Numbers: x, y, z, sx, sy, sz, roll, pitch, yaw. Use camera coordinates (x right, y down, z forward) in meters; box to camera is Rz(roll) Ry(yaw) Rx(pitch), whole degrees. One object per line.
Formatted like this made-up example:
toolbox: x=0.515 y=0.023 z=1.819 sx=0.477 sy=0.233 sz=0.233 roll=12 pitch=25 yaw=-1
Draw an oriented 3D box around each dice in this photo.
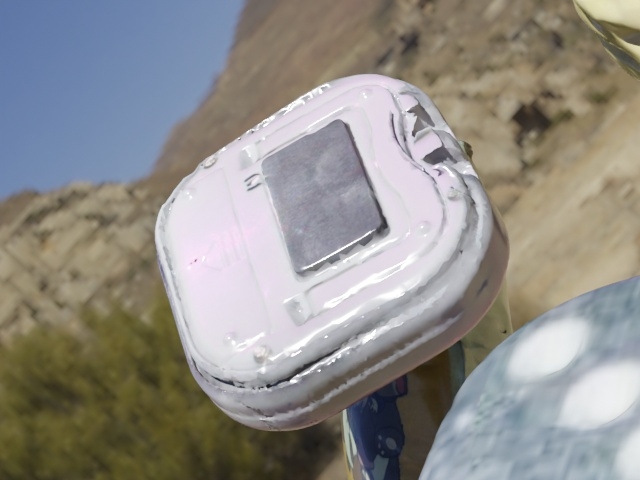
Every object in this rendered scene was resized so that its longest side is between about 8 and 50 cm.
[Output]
dice: x=0.162 y=0.130 z=0.744 sx=0.182 sy=0.181 sz=0.183 roll=-17 pitch=28 yaw=37

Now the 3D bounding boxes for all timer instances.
timer: x=0.000 y=0.000 z=0.957 sx=0.191 sy=0.069 sz=0.208 roll=-32 pitch=40 yaw=7

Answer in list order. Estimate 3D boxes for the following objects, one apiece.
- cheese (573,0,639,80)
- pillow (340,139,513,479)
cheese: x=0.201 y=-0.132 z=0.619 sx=0.226 sy=0.214 sz=0.117 roll=-36 pitch=36 yaw=7
pillow: x=0.073 y=0.103 z=1.178 sx=0.119 sy=0.310 sz=0.312 roll=-4 pitch=-8 yaw=-4
